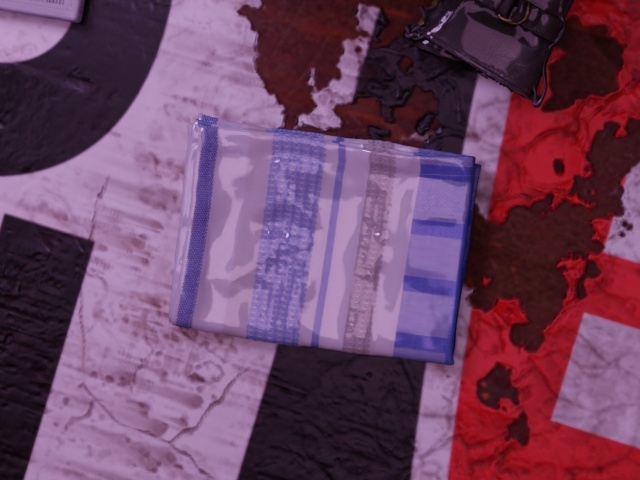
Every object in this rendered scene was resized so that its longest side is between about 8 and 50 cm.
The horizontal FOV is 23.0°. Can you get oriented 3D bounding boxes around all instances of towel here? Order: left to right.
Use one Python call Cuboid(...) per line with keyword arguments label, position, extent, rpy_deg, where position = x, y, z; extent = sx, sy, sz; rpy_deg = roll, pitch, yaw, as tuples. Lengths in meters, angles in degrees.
Cuboid(label="towel", position=(0.000, 0.000, 1.498), extent=(0.285, 0.034, 0.209), rpy_deg=(8, 92, 7))

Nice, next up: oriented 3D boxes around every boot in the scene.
Cuboid(label="boot", position=(0.150, -0.276, 1.457), extent=(0.263, 0.091, 0.229), rpy_deg=(38, 102, 13))

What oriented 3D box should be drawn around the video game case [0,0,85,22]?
Cuboid(label="video game case", position=(-0.317, -0.319, 1.543), extent=(0.201, 0.023, 0.183), rpy_deg=(10, 91, 8))
